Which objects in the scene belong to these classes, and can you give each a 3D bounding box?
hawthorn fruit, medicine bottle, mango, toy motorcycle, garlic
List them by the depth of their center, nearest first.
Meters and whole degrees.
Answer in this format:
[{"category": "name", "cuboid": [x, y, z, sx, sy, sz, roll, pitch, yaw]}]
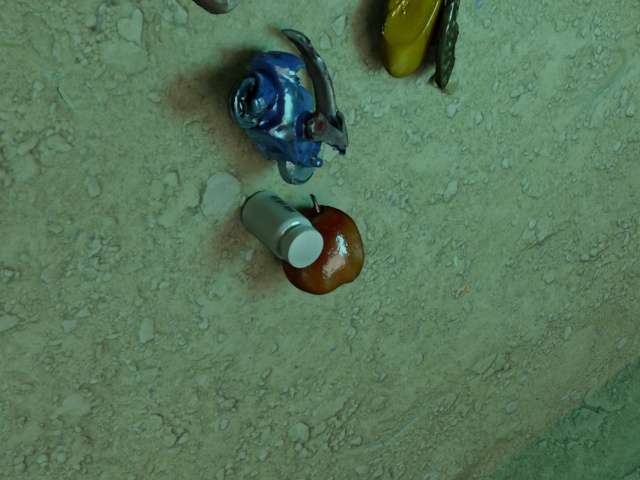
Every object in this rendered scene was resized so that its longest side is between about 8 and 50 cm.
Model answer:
[{"category": "toy motorcycle", "cuboid": [-0.076, -0.270, 1.783, 0.182, 0.241, 0.319, -13, 146, 20]}, {"category": "mango", "cuboid": [0.187, -0.457, 1.863, 0.154, 0.126, 0.252, -58, 161, -57]}, {"category": "medicine bottle", "cuboid": [-0.082, -0.024, 1.895, 0.102, 0.186, 0.103, -21, 129, -28]}, {"category": "hawthorn fruit", "cuboid": [0.000, 0.000, 1.989, 0.196, 0.196, 0.226, -20, 115, -28]}, {"category": "garlic", "cuboid": [0.297, -0.370, 2.080, 0.053, 0.041, 0.083, -53, 144, 10]}]

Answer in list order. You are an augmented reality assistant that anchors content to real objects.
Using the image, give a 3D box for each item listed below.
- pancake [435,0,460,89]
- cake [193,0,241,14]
[{"category": "pancake", "cuboid": [0.286, -0.478, 1.915, 0.288, 0.033, 0.286, 75, 27, -69]}, {"category": "cake", "cuboid": [-0.208, -0.530, 1.378, 0.237, 0.309, 0.230, -51, 132, 6]}]
